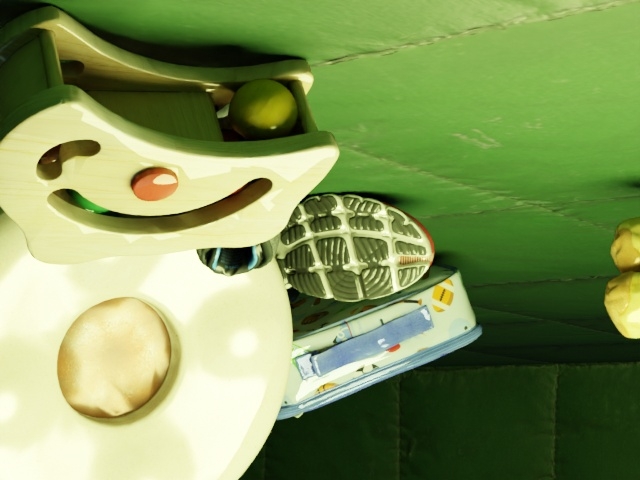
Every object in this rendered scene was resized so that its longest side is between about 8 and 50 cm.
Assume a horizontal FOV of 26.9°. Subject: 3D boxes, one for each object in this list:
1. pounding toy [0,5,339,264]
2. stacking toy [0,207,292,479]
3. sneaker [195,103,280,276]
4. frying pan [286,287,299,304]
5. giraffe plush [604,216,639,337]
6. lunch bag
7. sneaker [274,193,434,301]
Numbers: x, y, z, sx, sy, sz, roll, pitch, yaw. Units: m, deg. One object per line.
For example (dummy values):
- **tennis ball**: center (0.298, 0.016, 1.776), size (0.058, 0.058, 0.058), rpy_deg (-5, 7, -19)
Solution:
- **pounding toy**: center (-0.137, -0.089, 0.830), size (0.269, 0.155, 0.154), rpy_deg (-5, 145, -17)
- **stacking toy**: center (-0.278, 0.076, 1.344), size (0.350, 0.350, 0.480), rpy_deg (7, -175, -31)
- **sneaker**: center (-0.073, -0.029, 1.024), size (0.079, 0.121, 0.217), rpy_deg (3, 171, -8)
- **frying pan**: center (-0.150, 0.069, 1.906), size (0.197, 0.053, 0.326), rpy_deg (-4, 173, 26)
- **giraffe plush**: center (0.349, 0.000, 1.102), size (0.210, 0.181, 0.170), rpy_deg (10, 151, 12)
- **lunch bag**: center (0.037, 0.125, 1.654), size (0.303, 0.115, 0.243), rpy_deg (-23, -173, -10)
- **sneaker**: center (0.000, 0.000, 1.365), size (0.279, 0.107, 0.118), rpy_deg (-1, -170, 34)
